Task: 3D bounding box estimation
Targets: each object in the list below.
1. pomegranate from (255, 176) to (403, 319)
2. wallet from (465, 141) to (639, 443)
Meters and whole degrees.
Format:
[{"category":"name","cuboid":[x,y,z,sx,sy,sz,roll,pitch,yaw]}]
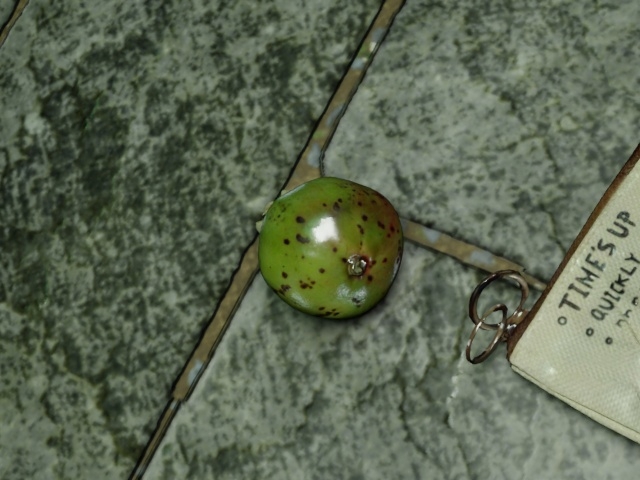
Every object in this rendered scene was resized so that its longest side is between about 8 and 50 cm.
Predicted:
[{"category":"pomegranate","cuboid":[0.000,0.000,1.164,0.114,0.114,0.142,-50,34,-4]},{"category":"wallet","cuboid":[0.295,0.015,1.065,0.275,0.068,0.335,34,82,30]}]
